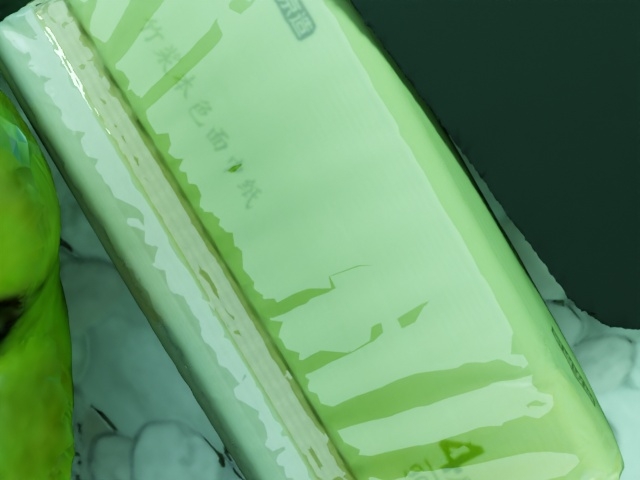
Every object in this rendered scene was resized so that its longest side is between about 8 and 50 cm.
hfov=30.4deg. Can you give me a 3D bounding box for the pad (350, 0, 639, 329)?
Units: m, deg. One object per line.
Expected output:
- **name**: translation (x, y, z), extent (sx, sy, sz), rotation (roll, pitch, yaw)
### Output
- **pad**: translation (0.178, -0.144, 0.449), extent (0.375, 0.063, 0.315), rotation (-43, 111, -11)

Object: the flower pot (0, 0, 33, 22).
- **flower pot**: translation (-0.156, -0.188, 0.437), extent (0.189, 0.157, 0.243), rotation (-18, 94, 3)

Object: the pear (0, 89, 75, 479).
- **pear**: translation (-0.229, 0.043, 0.362), extent (0.318, 0.238, 0.342), rotation (-26, 55, 8)

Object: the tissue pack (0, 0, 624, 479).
- **tissue pack**: translation (0.000, 0.000, 0.448), extent (0.125, 0.159, 0.234), rotation (-29, 94, 6)
